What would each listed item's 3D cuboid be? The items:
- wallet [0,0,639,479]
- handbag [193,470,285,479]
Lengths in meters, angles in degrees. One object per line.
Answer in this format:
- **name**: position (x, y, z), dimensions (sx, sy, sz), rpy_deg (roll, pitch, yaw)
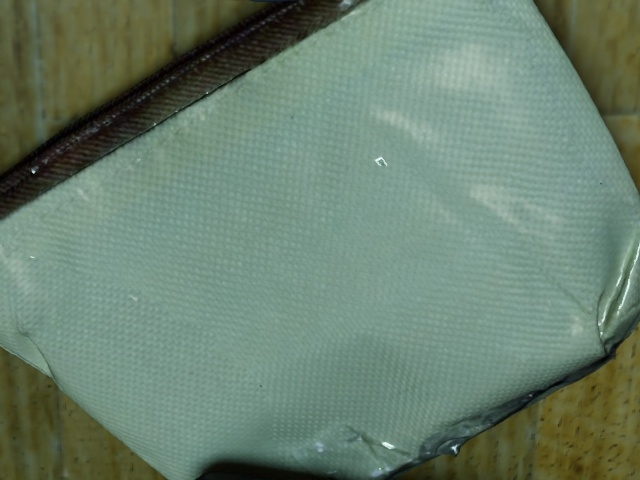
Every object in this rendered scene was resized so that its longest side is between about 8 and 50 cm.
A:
- **wallet**: position (-0.001, 0.000, 0.812), dimensions (0.335, 0.068, 0.275), rpy_deg (-31, 112, 19)
- **handbag**: position (0.032, 0.257, 0.866), dimensions (0.285, 0.113, 0.257), rpy_deg (14, 105, -28)
